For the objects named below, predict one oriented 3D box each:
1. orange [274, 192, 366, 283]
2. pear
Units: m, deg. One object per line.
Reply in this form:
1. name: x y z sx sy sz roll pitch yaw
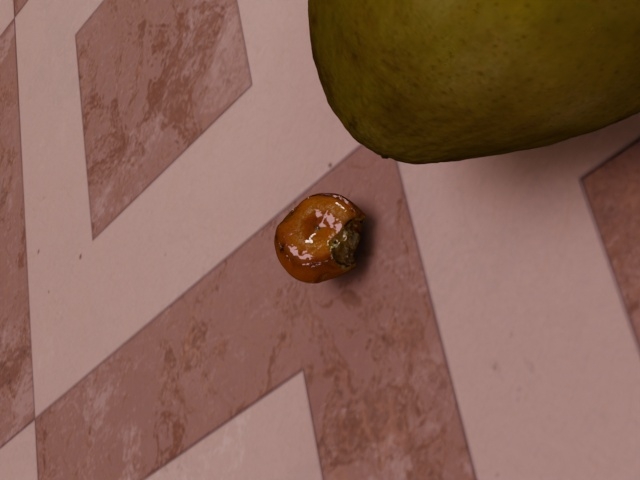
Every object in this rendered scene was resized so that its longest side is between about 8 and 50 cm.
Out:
1. orange: 0.000 0.000 1.035 0.086 0.062 0.086 -5 61 8
2. pear: 0.121 -0.187 0.790 0.375 0.287 0.287 -57 39 41
